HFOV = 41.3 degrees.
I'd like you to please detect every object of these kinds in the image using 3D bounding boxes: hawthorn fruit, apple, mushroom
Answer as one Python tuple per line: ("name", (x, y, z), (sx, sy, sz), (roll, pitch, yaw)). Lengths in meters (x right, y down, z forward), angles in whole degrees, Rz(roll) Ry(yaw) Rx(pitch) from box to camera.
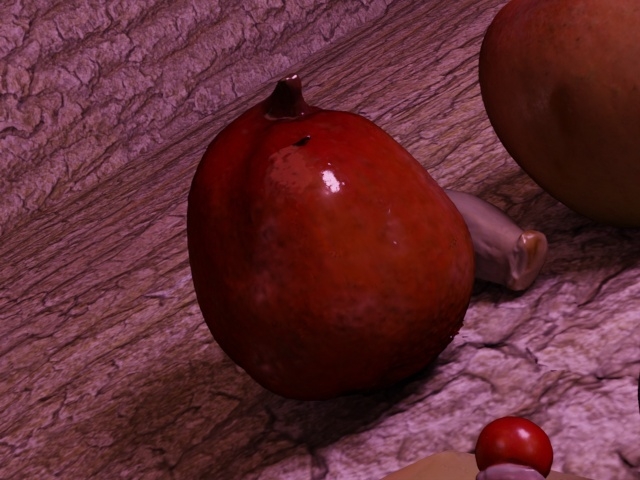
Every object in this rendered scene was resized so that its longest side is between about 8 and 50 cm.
("hawthorn fruit", (-0.004, 0.016, 0.866), (0.295, 0.311, 0.295), (-39, -7, -6))
("apple", (0.360, -0.177, 0.927), (0.338, 0.305, 0.338), (-33, 11, 7))
("mushroom", (0.130, -0.014, 1.029), (0.097, 0.109, 0.351), (-17, 16, -29))

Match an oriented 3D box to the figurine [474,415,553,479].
("figurine", (0.139, 0.224, 0.398), (0.186, 0.176, 0.287), (-48, 25, 53))

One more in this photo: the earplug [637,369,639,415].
("earplug", (0.389, 0.087, 0.426), (0.456, 0.215, 0.215), (-8, 27, 43))

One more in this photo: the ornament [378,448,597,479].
("ornament", (0.130, 0.209, 0.602), (0.180, 0.059, 0.201), (-23, 20, -4))
